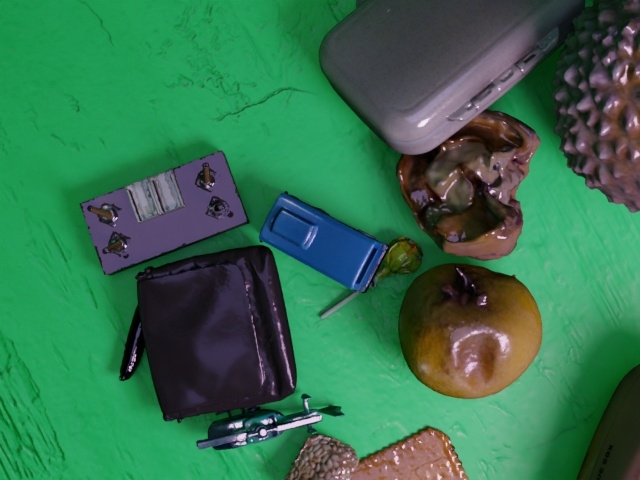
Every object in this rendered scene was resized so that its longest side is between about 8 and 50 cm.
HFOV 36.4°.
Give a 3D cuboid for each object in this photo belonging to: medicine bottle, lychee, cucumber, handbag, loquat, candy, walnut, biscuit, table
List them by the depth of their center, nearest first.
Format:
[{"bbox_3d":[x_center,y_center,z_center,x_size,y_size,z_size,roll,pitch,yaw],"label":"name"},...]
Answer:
[{"bbox_3d":[0.509,-0.214,1.360,0.380,0.432,0.380,-11,64,23],"label":"lychee"},{"bbox_3d":[0.217,0.132,1.426,0.213,0.213,0.213,0,87,1],"label":"loquat"},{"bbox_3d":[0.196,-0.313,1.467,0.375,0.123,0.282,-40,63,-1],"label":"medicine bottle"},{"bbox_3d":[0.222,-0.076,1.475,0.204,0.141,0.238,7,64,21],"label":"walnut"},{"bbox_3d":[0.003,0.352,1.487,0.095,0.085,0.110,21,76,22],"label":"candy"},{"bbox_3d":[-0.245,-0.045,1.501,0.240,0.111,0.122,-21,86,0],"label":"table"},{"bbox_3d":[-0.158,0.142,1.503,0.223,0.080,0.247,-11,93,2],"label":"handbag"},{"bbox_3d":[0.136,0.437,1.515,0.232,0.013,0.237,-25,85,1],"label":"biscuit"},{"bbox_3d":[0.077,0.065,1.525,0.194,0.058,0.062,-37,118,9],"label":"candy"},{"bbox_3d":[-0.282,0.132,1.532,0.036,0.033,0.184,17,87,26],"label":"cucumber"}]

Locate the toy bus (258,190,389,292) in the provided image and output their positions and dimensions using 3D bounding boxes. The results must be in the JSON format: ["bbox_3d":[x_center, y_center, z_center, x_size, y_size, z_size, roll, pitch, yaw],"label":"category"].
[{"bbox_3d":[0.000,0.000,1.483,0.184,0.106,0.090,28,94,17],"label":"toy bus"}]

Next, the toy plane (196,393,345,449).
[{"bbox_3d":[-0.080,0.280,1.491,0.235,0.096,0.060,-11,89,-17],"label":"toy plane"}]

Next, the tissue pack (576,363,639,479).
[{"bbox_3d":[0.509,0.368,1.389,0.267,0.277,0.387,21,89,-5],"label":"tissue pack"}]
